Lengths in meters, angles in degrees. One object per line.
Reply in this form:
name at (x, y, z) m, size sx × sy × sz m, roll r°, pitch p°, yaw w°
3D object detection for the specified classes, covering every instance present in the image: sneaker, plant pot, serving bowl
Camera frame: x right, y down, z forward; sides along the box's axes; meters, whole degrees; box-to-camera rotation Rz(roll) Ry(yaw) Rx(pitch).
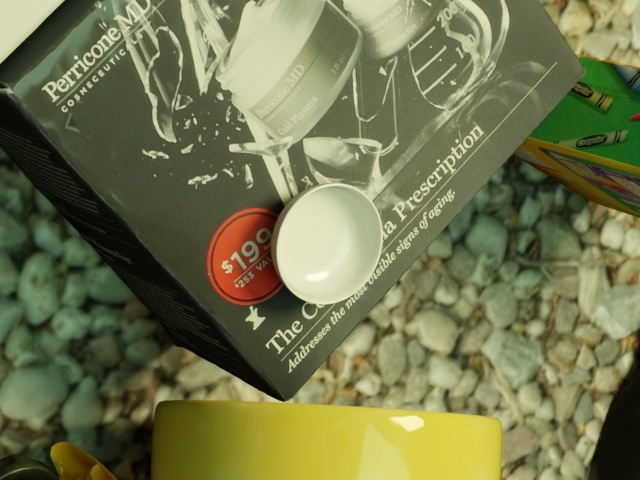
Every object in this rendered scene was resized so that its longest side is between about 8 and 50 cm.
sneaker at (0.361, 0.134, 1.597) m, size 0.145 × 0.090 × 0.270 m, roll 22°, pitch 87°, yaw -31°
plant pot at (0.001, 0.240, 1.249) m, size 0.254 × 0.254 × 0.239 m, roll 6°, pitch 82°, yaw -32°
serving bowl at (0.000, 0.000, 1.169) m, size 0.083 × 0.027 × 0.083 m, roll -9°, pitch 107°, yaw -31°

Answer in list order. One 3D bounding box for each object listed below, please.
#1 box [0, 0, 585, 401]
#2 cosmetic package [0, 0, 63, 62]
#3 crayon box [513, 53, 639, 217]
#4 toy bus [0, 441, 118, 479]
box at (-0.041, -0.124, 1.237) m, size 0.343 × 0.179 × 0.312 m, roll -48°, pitch 120°, yaw -13°
cosmetic package at (-0.223, -0.276, 1.100) m, size 0.453 × 0.161 × 0.230 m, roll -48°, pitch 121°, yaw -12°
crayon box at (0.264, -0.071, 1.376) m, size 0.165 × 0.278 × 0.081 m, roll 29°, pitch 87°, yaw -33°
toy bus at (-0.217, 0.290, 1.265) m, size 0.220 × 0.149 × 0.211 m, roll -32°, pitch 132°, yaw -19°
